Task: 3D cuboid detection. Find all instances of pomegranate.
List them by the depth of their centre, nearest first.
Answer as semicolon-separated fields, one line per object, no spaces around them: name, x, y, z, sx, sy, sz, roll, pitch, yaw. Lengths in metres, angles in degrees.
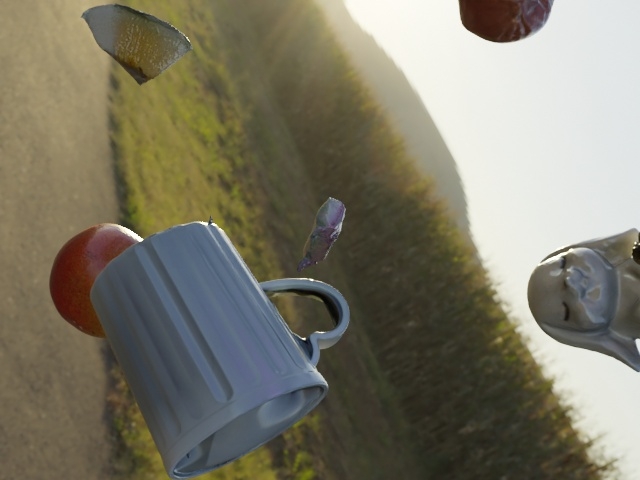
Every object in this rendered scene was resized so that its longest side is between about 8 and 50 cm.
pomegranate;-0.400;0.089;2.030;0.257;0.221;0.221;28;-3;13

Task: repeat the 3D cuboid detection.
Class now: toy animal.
toy animal;0.514;0.106;1.920;0.206;0.265;0.271;65;24;-73

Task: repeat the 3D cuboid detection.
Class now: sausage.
sausage;0.279;-0.378;1.551;0.148;0.148;0.254;60;36;-18

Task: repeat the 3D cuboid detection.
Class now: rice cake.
rice cake;0.002;-0.003;1.851;0.051;0.081;0.290;35;-16;3

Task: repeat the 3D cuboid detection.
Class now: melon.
melon;-0.304;-0.313;1.742;0.203;0.093;0.139;25;-16;13

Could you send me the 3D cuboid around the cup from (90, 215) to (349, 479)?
cup;-0.097;0.099;1.020;0.221;0.167;0.202;-7;59;-51

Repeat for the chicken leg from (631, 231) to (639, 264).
chicken leg;0.423;0.047;1.116;0.196;0.125;0.080;9;-18;44
